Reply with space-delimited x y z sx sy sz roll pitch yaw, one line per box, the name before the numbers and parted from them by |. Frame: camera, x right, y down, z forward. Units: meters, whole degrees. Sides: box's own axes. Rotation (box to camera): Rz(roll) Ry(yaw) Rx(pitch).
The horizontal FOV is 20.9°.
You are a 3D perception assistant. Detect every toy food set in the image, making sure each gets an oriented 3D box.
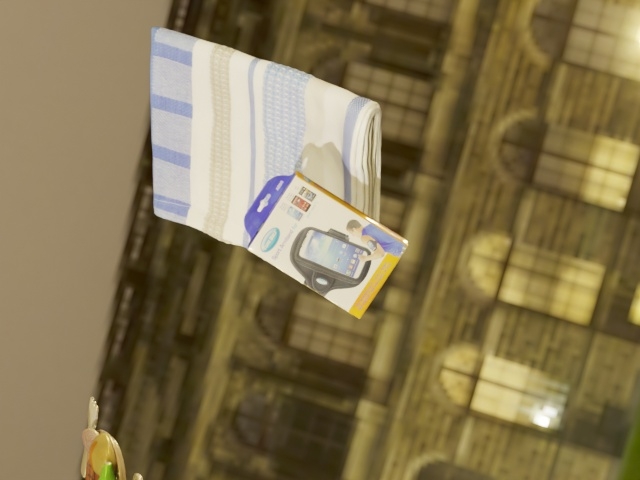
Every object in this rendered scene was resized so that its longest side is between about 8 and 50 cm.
toy food set | -0.275 0.292 2.144 0.192 0.038 0.132 47 132 53

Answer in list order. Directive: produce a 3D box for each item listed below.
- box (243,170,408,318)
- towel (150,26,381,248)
box | 0.000 0.000 1.543 0.081 0.136 0.028 -57 10 10
towel | -0.058 -0.074 1.654 0.034 0.285 0.209 -28 -49 -43
